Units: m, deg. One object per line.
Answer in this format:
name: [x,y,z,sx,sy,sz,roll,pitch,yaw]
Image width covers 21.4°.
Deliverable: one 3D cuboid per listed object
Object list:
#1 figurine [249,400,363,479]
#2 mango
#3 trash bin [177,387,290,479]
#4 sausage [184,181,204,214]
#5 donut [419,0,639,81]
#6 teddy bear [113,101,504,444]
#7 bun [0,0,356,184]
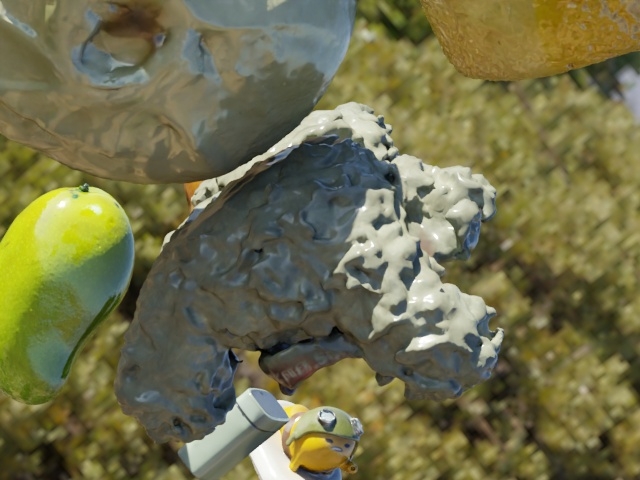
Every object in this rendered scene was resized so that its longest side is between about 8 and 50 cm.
figurine: [-0.014,0.281,2.566,0.167,0.141,0.250,22,25,-22]
mango: [-0.344,0.067,2.171,0.175,0.293,0.143,23,2,-15]
trash bin: [-0.116,0.262,2.282,0.059,0.130,0.116,51,7,16]
sausage: [-0.112,0.032,1.688,0.076,0.103,0.302,68,31,-60]
donut: [0.295,-0.291,1.969,0.435,0.378,0.163,11,-59,68]
teddy bear: [0.000,0.000,1.549,0.367,0.357,0.224,-62,134,-60]
bun: [-0.150,-0.196,1.387,0.364,0.364,0.202,45,20,-24]
